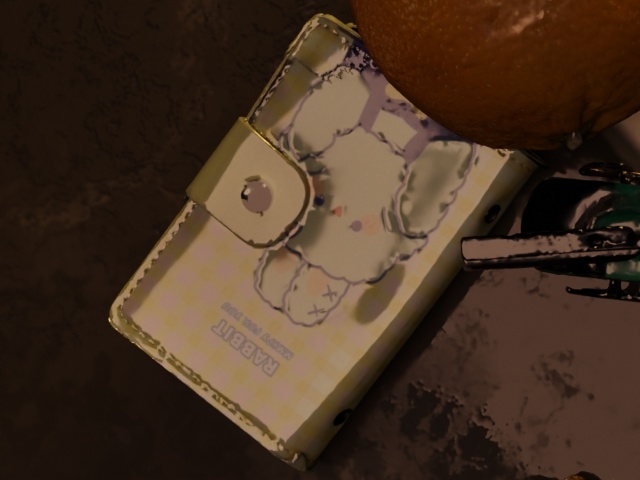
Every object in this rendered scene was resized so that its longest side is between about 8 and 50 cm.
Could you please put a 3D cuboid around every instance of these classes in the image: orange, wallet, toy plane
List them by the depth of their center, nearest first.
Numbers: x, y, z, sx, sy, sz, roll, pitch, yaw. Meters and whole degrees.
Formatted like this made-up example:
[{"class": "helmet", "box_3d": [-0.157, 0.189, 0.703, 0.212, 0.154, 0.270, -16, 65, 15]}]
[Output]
[{"class": "toy plane", "box_3d": [0.291, 0.005, 1.165, 0.382, 0.155, 0.106, 8, 90, 6]}, {"class": "orange", "box_3d": [0.143, -0.189, 1.186, 0.264, 0.264, 0.264, -1, 88, 23]}, {"class": "wallet", "box_3d": [0.000, 0.000, 1.325, 0.223, 0.077, 0.309, 39, 101, 16]}]

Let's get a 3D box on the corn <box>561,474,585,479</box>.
[{"class": "corn", "box_3d": [0.204, 0.218, 1.252, 0.037, 0.037, 0.092, -37, 79, 17]}]
